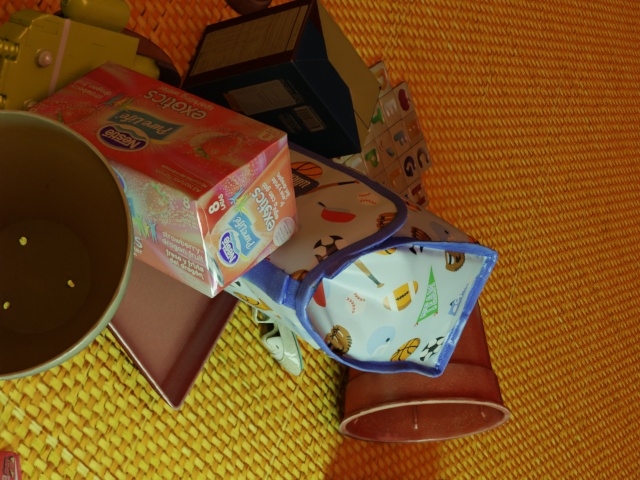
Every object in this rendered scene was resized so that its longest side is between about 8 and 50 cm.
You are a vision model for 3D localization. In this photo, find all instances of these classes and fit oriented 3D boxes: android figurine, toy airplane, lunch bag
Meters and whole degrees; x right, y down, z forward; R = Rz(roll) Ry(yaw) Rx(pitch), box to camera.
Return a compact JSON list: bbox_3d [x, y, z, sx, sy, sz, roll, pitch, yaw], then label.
[{"bbox_3d":[-0.311,-0.186,1.587,0.273,0.056,0.248,9,100,-55],"label":"android figurine"},{"bbox_3d":[-0.370,0.298,1.452,0.151,0.028,0.151,47,25,-29],"label":"toy airplane"},{"bbox_3d":[-0.010,0.009,1.684,0.385,0.328,0.239,8,108,-52],"label":"lunch bag"}]

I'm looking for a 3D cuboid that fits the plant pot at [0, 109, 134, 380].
[{"bbox_3d":[-0.333,0.023,1.415,0.191,0.284,0.284,86,4,-76],"label":"plant pot"}]

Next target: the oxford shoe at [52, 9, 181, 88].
[{"bbox_3d":[-0.280,-0.257,1.712,0.212,0.076,0.076,26,31,-48],"label":"oxford shoe"}]

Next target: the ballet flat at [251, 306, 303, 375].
[{"bbox_3d":[-0.073,0.127,1.942,0.052,0.057,0.168,-18,95,-28],"label":"ballet flat"}]

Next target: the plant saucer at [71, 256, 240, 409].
[{"bbox_3d":[-0.219,0.051,1.734,0.258,0.048,0.259,59,39,-30],"label":"plant saucer"}]

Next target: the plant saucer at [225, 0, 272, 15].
[{"bbox_3d":[-0.113,-0.433,2.016,0.168,0.029,0.168,16,70,-54],"label":"plant saucer"}]

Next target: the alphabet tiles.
[{"bbox_3d":[0.102,-0.152,2.288,0.342,0.011,0.285,-40,115,-52],"label":"alphabet tiles"}]

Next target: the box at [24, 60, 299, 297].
[{"bbox_3d":[-0.188,-0.077,1.493,0.154,0.300,0.142,-38,138,-33],"label":"box"}]

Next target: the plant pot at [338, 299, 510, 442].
[{"bbox_3d":[0.156,0.168,2.097,0.272,0.272,0.265,26,54,-51],"label":"plant pot"}]

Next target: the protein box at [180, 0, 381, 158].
[{"bbox_3d":[-0.055,-0.223,1.897,0.200,0.201,0.136,49,45,-39],"label":"protein box"}]
